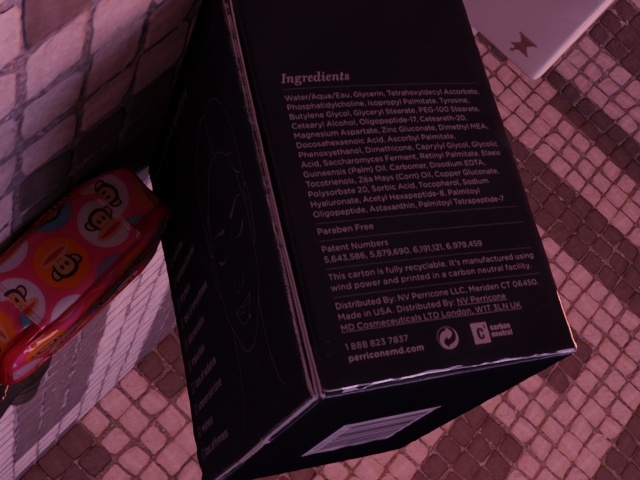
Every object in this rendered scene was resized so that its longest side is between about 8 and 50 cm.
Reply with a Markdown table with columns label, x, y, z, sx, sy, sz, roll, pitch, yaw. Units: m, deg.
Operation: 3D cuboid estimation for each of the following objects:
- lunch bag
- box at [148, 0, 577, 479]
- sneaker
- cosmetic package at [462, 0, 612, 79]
| label | x | y | z | sx | sy | sz | roll | pitch | yaw |
| --- | --- | --- | --- | --- | --- | --- | --- | --- | --- |
| lunch bag | -0.332 | 0.052 | 1.239 | 0.293 | 0.120 | 0.258 | -46 | -179 | -25 |
| box | 0.000 | 0.000 | 1.153 | 0.298 | 0.471 | 0.480 | -7 | 160 | -22 |
| sneaker | -0.470 | 0.194 | 1.391 | 0.130 | 0.109 | 0.286 | -55 | -176 | 15 |
| cosmetic package | 0.339 | -0.502 | 1.279 | 0.393 | 0.329 | 0.327 | -46 | 178 | -24 |
